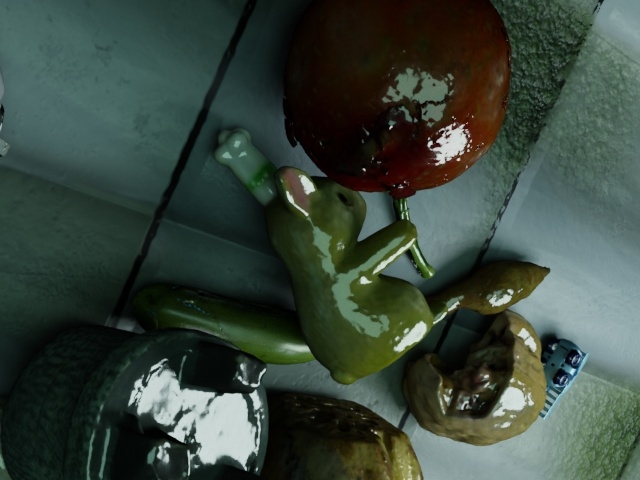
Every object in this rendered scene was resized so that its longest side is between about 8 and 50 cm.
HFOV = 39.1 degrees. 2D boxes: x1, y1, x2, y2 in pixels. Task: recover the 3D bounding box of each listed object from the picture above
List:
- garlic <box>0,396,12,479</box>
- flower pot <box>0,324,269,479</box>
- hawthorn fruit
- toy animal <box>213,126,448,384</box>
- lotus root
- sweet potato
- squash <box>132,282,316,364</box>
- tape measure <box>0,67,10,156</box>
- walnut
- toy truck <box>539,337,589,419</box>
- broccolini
[{"bbox_3d":[-0.449,0.304,1.093,0.229,0.143,0.178,-38,119,0],"label":"garlic"},{"bbox_3d":[-0.198,0.249,1.060,0.299,0.282,0.299,-3,94,-51],"label":"flower pot"},{"bbox_3d":[0.093,-0.207,1.101,0.316,0.316,0.316,-7,108,-22],"label":"hawthorn fruit"},{"bbox_3d":[0.017,-0.002,1.173,0.180,0.181,0.363,-28,105,-26],"label":"toy animal"},{"bbox_3d":[0.021,0.351,1.242,0.316,0.316,0.250,5,91,-25],"label":"lotus root"},{"bbox_3d":[0.245,0.080,1.373,0.269,0.075,0.075,-19,112,-14],"label":"sweet potato"},{"bbox_3d":[-0.097,0.122,1.227,0.331,0.087,0.087,16,98,-29],"label":"squash"},{"bbox_3d":[-0.441,-0.159,0.966,0.197,0.120,0.236,-24,119,-10],"label":"tape measure"},{"bbox_3d":[0.264,0.237,1.392,0.238,0.141,0.204,-29,119,-11],"label":"walnut"},{"bbox_3d":[0.385,0.228,1.490,0.074,0.063,0.136,30,95,-48],"label":"toy truck"},{"bbox_3d":[0.121,-0.041,1.296,0.054,0.051,0.239,-11,119,19],"label":"broccolini"}]
